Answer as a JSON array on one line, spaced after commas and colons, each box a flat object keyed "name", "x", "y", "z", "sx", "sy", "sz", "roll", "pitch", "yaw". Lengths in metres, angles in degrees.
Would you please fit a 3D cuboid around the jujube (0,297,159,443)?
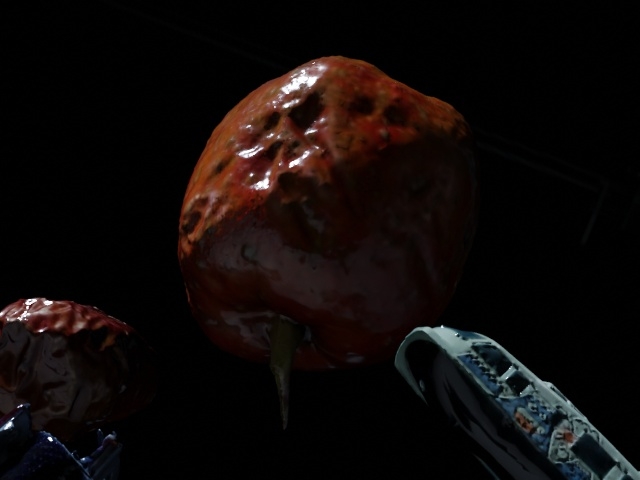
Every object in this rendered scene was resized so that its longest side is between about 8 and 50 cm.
[{"name": "jujube", "x": -0.351, "y": 0.189, "z": 1.441, "sx": 0.216, "sy": 0.216, "sz": 0.342, "roll": 21, "pitch": -2, "yaw": 16}]

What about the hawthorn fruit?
[{"name": "hawthorn fruit", "x": 0.006, "y": -0.019, "z": 0.834, "sx": 0.258, "sy": 0.262, "sz": 0.258, "roll": 21, "pitch": -55, "yaw": 34}]

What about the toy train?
[{"name": "toy train", "x": 0.112, "y": 0.111, "z": 0.418, "sx": 0.207, "sy": 0.047, "sz": 0.043, "roll": 46, "pitch": -34, "yaw": 12}]

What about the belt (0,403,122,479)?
[{"name": "belt", "x": -0.205, "y": 0.221, "z": 0.776, "sx": 0.122, "sy": 0.128, "sz": 0.218, "roll": 37, "pitch": -32, "yaw": 15}]
